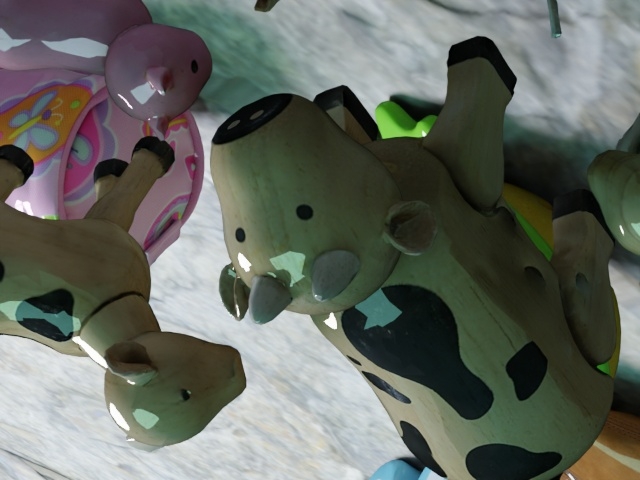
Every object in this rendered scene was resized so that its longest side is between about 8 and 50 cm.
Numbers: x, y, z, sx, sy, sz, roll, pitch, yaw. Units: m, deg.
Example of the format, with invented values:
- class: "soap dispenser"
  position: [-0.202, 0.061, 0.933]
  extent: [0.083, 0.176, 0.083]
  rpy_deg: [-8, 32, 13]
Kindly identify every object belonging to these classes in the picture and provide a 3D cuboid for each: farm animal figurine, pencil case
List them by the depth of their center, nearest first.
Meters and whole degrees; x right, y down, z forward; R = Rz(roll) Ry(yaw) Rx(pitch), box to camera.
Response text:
- class: "farm animal figurine"
  position: [0.000, 0.000, 0.715]
  extent: [0.327, 0.172, 0.330]
  rpy_deg: [35, 132, -23]
- class: "pencil case"
  position: [-0.202, -0.050, 1.029]
  extent: [0.284, 0.124, 0.124]
  rpy_deg: [9, 149, 36]

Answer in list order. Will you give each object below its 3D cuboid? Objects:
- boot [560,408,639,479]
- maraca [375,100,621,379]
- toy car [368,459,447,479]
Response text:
- class: "boot"
  position: [0.175, 0.174, 1.105]
  extent: [0.280, 0.096, 0.264]
  rpy_deg: [20, 155, 20]
- class: "maraca"
  position: [0.078, 0.014, 0.899]
  extent: [0.185, 0.099, 0.127]
  rpy_deg: [54, 152, 7]
- class: "toy car"
  position: [0.108, 0.296, 1.241]
  extent: [0.219, 0.238, 0.210]
  rpy_deg: [33, 156, -12]
